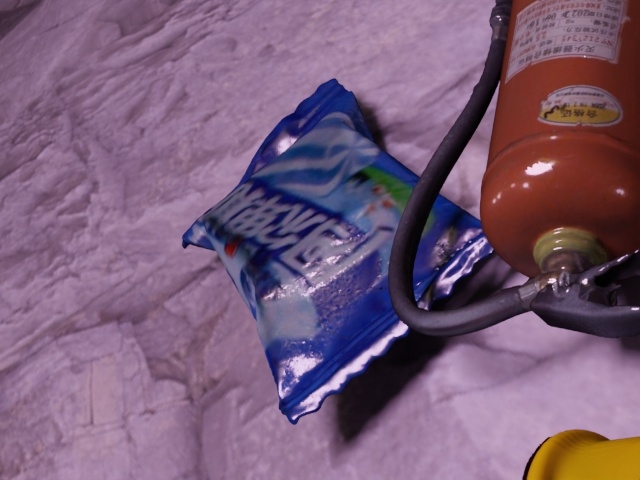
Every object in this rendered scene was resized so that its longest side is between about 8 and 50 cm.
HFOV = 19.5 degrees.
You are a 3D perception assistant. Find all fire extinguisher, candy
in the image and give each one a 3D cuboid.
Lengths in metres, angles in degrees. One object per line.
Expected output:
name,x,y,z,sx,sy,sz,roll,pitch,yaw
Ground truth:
fire extinguisher,0.147,-0.067,1.153,0.200,0.113,0.376,-45,26,46
candy,0.000,0.000,1.315,0.187,0.077,0.331,-44,32,5

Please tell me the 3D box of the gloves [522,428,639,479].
gloves,0.238,0.094,0.818,0.294,0.116,0.133,-28,32,35
